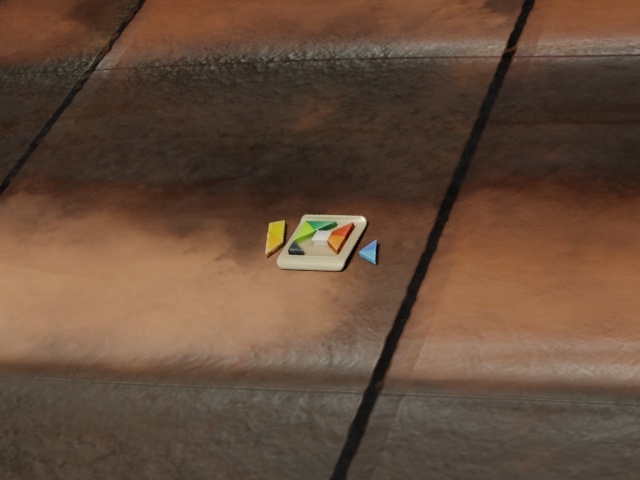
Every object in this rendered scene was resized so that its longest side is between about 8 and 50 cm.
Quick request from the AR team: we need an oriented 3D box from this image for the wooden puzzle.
[{"bbox_3d":[0.000,0.000,1.433,0.116,0.014,0.078,-3,38,18],"label":"wooden puzzle"}]
